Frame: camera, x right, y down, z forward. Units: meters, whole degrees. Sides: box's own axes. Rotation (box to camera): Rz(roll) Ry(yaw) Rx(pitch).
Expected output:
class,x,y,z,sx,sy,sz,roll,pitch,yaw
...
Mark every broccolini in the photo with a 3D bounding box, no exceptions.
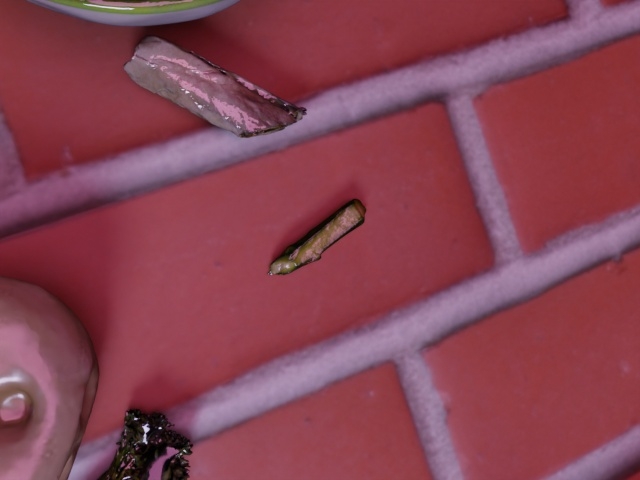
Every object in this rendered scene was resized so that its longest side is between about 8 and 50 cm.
class,x,y,z,sx,sy,sz,roll,pitch,yaw
broccolini,-0.205,0.234,0.465,0.254,0.071,0.057,-41,141,-7

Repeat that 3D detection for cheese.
class,x,y,z,sx,sy,sz,roll,pitch,yaw
cheese,-0.264,0.122,0.400,0.218,0.117,0.235,41,76,-9

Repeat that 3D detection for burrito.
class,x,y,z,sx,sy,sz,roll,pitch,yaw
burrito,-0.085,-0.119,0.495,0.149,0.041,0.055,25,69,-14

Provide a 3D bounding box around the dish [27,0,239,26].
class,x,y,z,sx,sy,sz,roll,pitch,yaw
dish,-0.145,-0.295,0.445,0.324,0.124,0.324,1,83,-11

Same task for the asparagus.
class,x,y,z,sx,sy,sz,roll,pitch,yaw
asparagus,-0.001,-0.001,0.527,0.108,0.021,0.025,-37,100,-14
